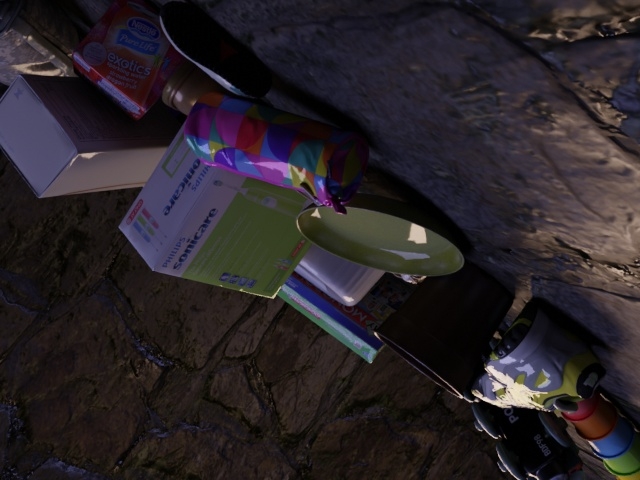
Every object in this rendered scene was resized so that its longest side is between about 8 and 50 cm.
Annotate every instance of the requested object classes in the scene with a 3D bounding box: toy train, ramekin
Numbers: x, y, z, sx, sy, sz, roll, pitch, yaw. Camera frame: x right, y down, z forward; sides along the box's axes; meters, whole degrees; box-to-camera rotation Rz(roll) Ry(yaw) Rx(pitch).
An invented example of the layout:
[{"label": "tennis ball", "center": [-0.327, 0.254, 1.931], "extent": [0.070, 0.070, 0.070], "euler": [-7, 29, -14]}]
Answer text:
[{"label": "toy train", "center": [0.363, 0.315, 1.689], "extent": [0.190, 0.142, 0.334], "euler": [36, -162, -47]}, {"label": "ramekin", "center": [0.000, 0.000, 1.706], "extent": [0.277, 0.135, 0.277], "euler": [36, 174, 5]}]

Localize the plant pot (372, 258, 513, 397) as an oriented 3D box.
[{"label": "plant pot", "center": [0.192, 0.120, 1.387], "extent": [0.167, 0.165, 0.167], "euler": [37, 174, 4]}]

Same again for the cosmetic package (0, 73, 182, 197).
[{"label": "cosmetic package", "center": [-0.361, -0.171, 1.495], "extent": [0.160, 0.113, 0.309], "euler": [52, -154, 12]}]

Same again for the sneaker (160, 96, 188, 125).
[{"label": "sneaker", "center": [-0.200, -0.191, 1.649], "extent": [0.293, 0.102, 0.146], "euler": [43, 158, 23]}]

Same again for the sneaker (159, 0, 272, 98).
[{"label": "sneaker", "center": [-0.136, -0.229, 1.148], "extent": [0.161, 0.057, 0.075], "euler": [36, 169, -17]}]

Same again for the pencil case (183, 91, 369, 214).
[{"label": "pencil case", "center": [-0.056, -0.114, 1.150], "extent": [0.236, 0.104, 0.104], "euler": [21, 167, 29]}]

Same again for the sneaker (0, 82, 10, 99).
[{"label": "sneaker", "center": [-0.622, -0.333, 1.973], "extent": [0.257, 0.169, 0.447], "euler": [40, -154, 17]}]

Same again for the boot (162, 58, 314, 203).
[{"label": "boot", "center": [-0.075, -0.146, 1.318], "extent": [0.269, 0.089, 0.236], "euler": [37, -174, 8]}]

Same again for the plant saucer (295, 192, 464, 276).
[{"label": "plant saucer", "center": [0.085, -0.011, 1.293], "extent": [0.241, 0.037, 0.241], "euler": [14, 163, 5]}]

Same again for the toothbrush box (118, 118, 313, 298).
[{"label": "toothbrush box", "center": [-0.138, -0.041, 1.470], "extent": [0.283, 0.206, 0.122], "euler": [17, -158, -51]}]

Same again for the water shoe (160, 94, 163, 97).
[{"label": "water shoe", "center": [-0.289, -0.261, 1.804], "extent": [0.203, 0.073, 0.080], "euler": [37, -158, -18]}]

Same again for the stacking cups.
[{"label": "stacking cups", "center": [0.495, 0.321, 1.609], "extent": [0.316, 0.096, 0.096], "euler": [47, 169, -31]}]

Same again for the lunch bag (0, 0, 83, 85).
[{"label": "lunch bag", "center": [-0.577, -0.395, 1.654], "extent": [0.256, 0.212, 0.305], "euler": [33, 176, 12]}]

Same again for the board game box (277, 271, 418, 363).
[{"label": "board game box", "center": [0.033, 0.083, 1.864], "extent": [0.317, 0.213, 0.046], "euler": [35, 134, 13]}]

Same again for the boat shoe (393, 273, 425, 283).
[{"label": "boat shoe", "center": [0.154, 0.042, 1.504], "extent": [0.063, 0.059, 0.170], "euler": [38, 174, -4]}]

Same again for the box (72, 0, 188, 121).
[{"label": "box", "center": [-0.277, -0.264, 1.361], "extent": [0.128, 0.122, 0.257], "euler": [40, 174, -13]}]

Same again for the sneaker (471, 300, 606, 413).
[{"label": "sneaker", "center": [0.327, 0.210, 1.401], "extent": [0.147, 0.145, 0.384], "euler": [36, 175, 15]}]
